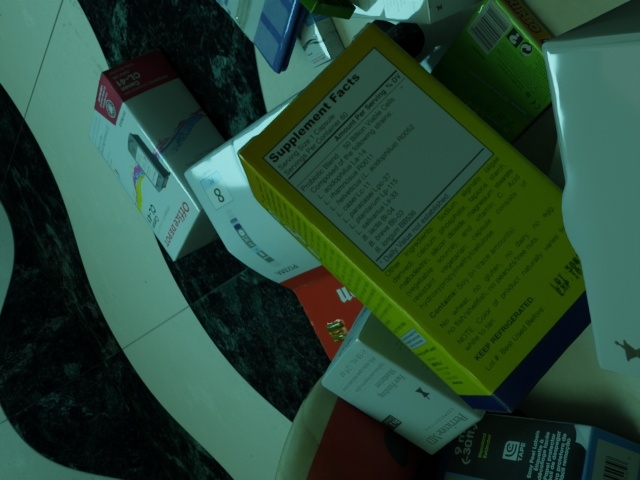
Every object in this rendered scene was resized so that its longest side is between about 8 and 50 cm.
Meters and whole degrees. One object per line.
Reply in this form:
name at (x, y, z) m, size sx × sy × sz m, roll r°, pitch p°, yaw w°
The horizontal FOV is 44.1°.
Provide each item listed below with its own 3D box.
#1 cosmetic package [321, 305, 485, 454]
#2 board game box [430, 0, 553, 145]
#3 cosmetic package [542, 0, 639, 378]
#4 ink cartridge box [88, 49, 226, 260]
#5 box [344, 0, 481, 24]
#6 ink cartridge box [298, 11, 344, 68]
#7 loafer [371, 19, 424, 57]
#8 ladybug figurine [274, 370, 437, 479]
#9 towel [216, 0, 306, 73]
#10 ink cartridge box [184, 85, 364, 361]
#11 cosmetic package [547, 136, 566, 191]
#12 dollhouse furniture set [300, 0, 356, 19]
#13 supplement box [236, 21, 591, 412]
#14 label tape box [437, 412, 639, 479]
cosmetic package at (0.129, 0.155, 1.047) m, size 0.183 × 0.151 × 0.151 m, roll 32°, pitch 144°, yaw 2°
board game box at (0.172, -0.151, 0.892) m, size 0.124 × 0.039 × 0.259 m, roll 53°, pitch 146°, yaw 9°
cosmetic package at (0.306, -0.079, 0.451) m, size 0.155 × 0.365 × 0.197 m, roll 10°, pitch 125°, yaw 51°
ink cartridge box at (-0.278, -0.149, 1.432) m, size 0.306 × 0.131 × 0.226 m, roll 55°, pitch 148°, yaw 9°
box at (0.077, -0.310, 0.837) m, size 0.170 × 0.091 × 0.130 m, roll 22°, pitch 133°, yaw 45°
ink cartridge box at (0.001, -0.260, 1.045) m, size 0.048 × 0.028 × 0.083 m, roll -10°, pitch 108°, yaw 58°
loafer at (0.072, -0.225, 0.911) m, size 0.170 × 0.062 × 0.061 m, roll 158°, pitch 90°, yaw -77°
ladybug figurine at (0.064, 0.344, 1.139) m, size 0.161 × 0.449 × 0.305 m, roll -3°, pitch 108°, yaw 21°
towel at (-0.103, -0.387, 1.053) m, size 0.285 × 0.034 × 0.209 m, roll 54°, pitch 149°, yaw 20°
ink cartridge box at (0.000, 0.000, 1.140) m, size 0.308 × 0.091 × 0.385 m, roll -25°, pitch 96°, yaw 45°
cosmetic package at (0.332, -0.019, 0.755) m, size 0.239 × 0.060 × 0.099 m, roll 37°, pitch 143°, yaw 31°
dollhouse furniture set at (0.036, -0.297, 0.796) m, size 0.076 × 0.058 × 0.152 m, roll 51°, pitch 129°, yaw 27°
supplement box at (0.110, -0.014, 0.832) m, size 0.356 × 0.194 × 0.195 m, roll 44°, pitch 172°, yaw 8°
label tape box at (0.231, 0.361, 1.038) m, size 0.115 × 0.249 × 0.347 m, roll 24°, pitch 162°, yaw -30°
